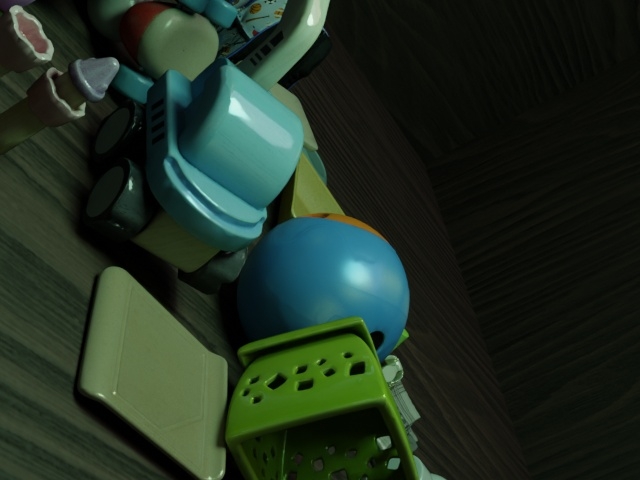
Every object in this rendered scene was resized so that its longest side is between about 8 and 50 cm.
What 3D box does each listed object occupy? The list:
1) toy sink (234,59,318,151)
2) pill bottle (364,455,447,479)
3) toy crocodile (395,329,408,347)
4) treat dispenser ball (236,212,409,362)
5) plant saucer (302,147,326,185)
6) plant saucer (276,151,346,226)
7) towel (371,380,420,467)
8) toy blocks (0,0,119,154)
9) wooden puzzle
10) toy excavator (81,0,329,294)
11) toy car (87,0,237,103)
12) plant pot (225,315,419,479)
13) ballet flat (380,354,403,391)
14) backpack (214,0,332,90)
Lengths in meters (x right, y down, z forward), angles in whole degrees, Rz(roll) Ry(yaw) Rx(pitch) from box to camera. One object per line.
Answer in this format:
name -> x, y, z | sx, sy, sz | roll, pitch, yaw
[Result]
toy sink -> -0.134, -0.259, 1.866 | 0.234, 0.131, 0.152 | 22, 44, -59
pill bottle -> 0.202, 0.535, 1.567 | 0.301, 0.169, 0.169 | 56, 17, -23
toy crocodile -> 0.040, 0.130, 1.722 | 0.340, 0.115, 0.105 | 38, 23, -25
treat dispenser ball -> 0.005, 0.096, 1.436 | 0.288, 0.288, 0.288 | 54, 18, -27
plant saucer -> -0.027, -0.205, 2.280 | 0.195, 0.037, 0.195 | 53, 18, -27
plant saucer -> 0.000, 0.000, 1.958 | 0.333, 0.081, 0.332 | 55, 17, -24
towel -> 0.118, 0.319, 1.858 | 0.324, 0.056, 0.312 | 66, 16, 9
toy blocks -> -0.370, -0.298, 0.939 | 0.309, 0.260, 0.288 | 32, 33, -63
wooden puzzle -> -0.211, 0.175, 1.105 | 0.238, 0.044, 0.221 | 46, 23, -33
toy excavator -> -0.106, -0.206, 1.242 | 0.222, 0.445, 0.433 | 37, 28, -35
toy car -> -0.311, -0.380, 1.485 | 0.238, 0.219, 0.210 | 37, 10, 15
plant pot -> 0.002, 0.250, 1.240 | 0.207, 0.227, 0.228 | -99, 171, -54
ballet flat -> 0.129, 0.276, 1.765 | 0.086, 0.086, 0.248 | 65, 19, 7
backpack -> -0.120, -0.452, 1.975 | 0.276, 0.263, 0.213 | 25, 40, -63
